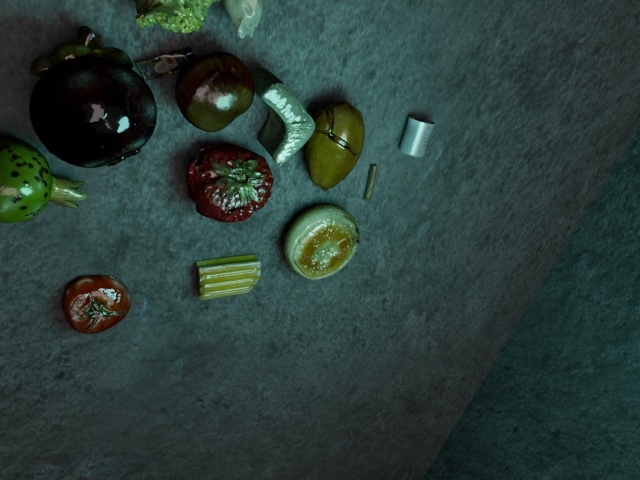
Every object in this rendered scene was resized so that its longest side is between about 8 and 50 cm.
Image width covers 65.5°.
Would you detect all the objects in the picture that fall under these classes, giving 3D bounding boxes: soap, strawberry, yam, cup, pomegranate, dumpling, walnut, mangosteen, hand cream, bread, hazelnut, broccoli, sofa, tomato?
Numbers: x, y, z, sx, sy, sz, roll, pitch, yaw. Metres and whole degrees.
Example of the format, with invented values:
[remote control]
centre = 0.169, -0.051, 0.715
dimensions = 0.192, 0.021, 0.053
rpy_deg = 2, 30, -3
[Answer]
[soap]
centre = -0.341, 0.134, 1.846
dimensions = 0.231, 0.073, 0.140
rpy_deg = -7, 124, -23
[strawberry]
centre = -0.300, -0.176, 1.595
dimensions = 0.273, 0.220, 0.275
rpy_deg = 5, 76, -21
[yam]
centre = 0.193, -0.221, 1.916
dimensions = 0.032, 0.032, 0.146
rpy_deg = -5, 122, -24
[cup]
centre = 0.373, -0.388, 1.856
dimensions = 0.135, 0.099, 0.133
rpy_deg = 2, 118, -27
[pomegranate]
centre = -0.816, -0.172, 1.361
dimensions = 0.286, 0.230, 0.231
rpy_deg = -29, 145, -64
[dumpling]
centre = -0.213, -0.661, 1.384
dimensions = 0.118, 0.136, 0.199
rpy_deg = 4, 100, 11
[walnut]
centre = 0.041, -0.304, 1.686
dimensions = 0.208, 0.209, 0.337
rpy_deg = -8, 130, -22
[mangosteen]
centre = -0.589, -0.343, 1.283
dimensions = 0.329, 0.330, 0.330
rpy_deg = -13, 124, -19
[hand cream]
centre = -0.438, -0.506, 1.419
dimensions = 0.163, 0.039, 0.062
rpy_deg = -25, 144, -8
[bread]
centre = 0.000, 0.000, 1.878
dimensions = 0.305, 0.159, 0.306
rpy_deg = -10, 122, -17
[hazelnut]
centre = -0.305, -0.435, 1.424
dimensions = 0.229, 0.229, 0.230
rpy_deg = -13, 124, -19
[broccoli]
centre = -0.359, -0.668, 1.192
dimensions = 0.348, 0.281, 0.293
rpy_deg = -43, 120, 16
[sofa]
centre = -0.155, -0.387, 1.530
dimensions = 0.176, 0.210, 0.225
rpy_deg = -42, 132, 5
[tomato]
centre = -0.761, 0.228, 1.682
dimensions = 0.227, 0.101, 0.228
rpy_deg = -11, 121, -20
